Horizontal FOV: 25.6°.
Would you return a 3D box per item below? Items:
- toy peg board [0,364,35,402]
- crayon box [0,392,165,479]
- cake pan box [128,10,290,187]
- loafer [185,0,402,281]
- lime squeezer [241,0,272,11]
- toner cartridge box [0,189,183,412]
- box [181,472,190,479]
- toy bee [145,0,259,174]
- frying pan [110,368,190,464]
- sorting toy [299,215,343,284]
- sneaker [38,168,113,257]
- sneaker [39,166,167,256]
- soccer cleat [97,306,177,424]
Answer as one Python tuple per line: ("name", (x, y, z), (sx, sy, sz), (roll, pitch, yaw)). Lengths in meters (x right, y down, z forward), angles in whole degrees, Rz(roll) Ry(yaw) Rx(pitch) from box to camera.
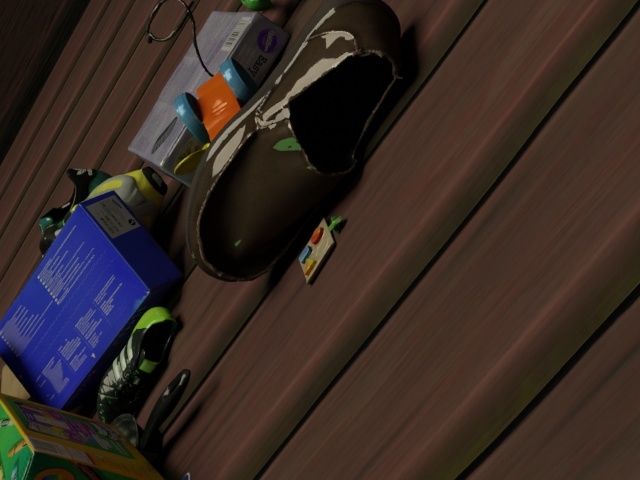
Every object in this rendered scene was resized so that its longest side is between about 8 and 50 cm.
("toy peg board", (-0.441, 0.224, 2.299), (0.160, 0.079, 0.161), (-43, 29, 16))
("crayon box", (-0.291, 0.261, 1.619), (0.278, 0.165, 0.081), (19, 89, 67))
("cake pan box", (-0.164, -0.213, 2.018), (0.267, 0.070, 0.246), (-59, 23, -3))
("loafer", (-0.034, -0.098, 1.528), (0.366, 0.134, 0.130), (-59, 22, 19))
("lime squeezer", (-0.049, -0.367, 1.943), (0.310, 0.110, 0.059), (-35, 77, 55))
("toner cartridge box", (-0.346, 0.100, 2.036), (0.075, 0.165, 0.348), (-25, -18, -49))
("box", (-0.182, 0.373, 1.539), (0.225, 0.036, 0.136), (-55, 24, 31))
("toy bee", (-0.100, -0.170, 1.799), (0.195, 0.162, 0.298), (-17, 59, 24))
("frying pan", (-0.236, 0.262, 1.765), (0.326, 0.053, 0.197), (-60, 23, 13))
("sorting toy", (0.000, 0.000, 1.516), (0.083, 0.012, 0.062), (-58, 22, 22))
("sneaker", (-0.444, 0.013, 2.431), (0.302, 0.121, 0.108), (-64, 21, 8))
("sneaker", (-0.332, -0.003, 2.212), (0.147, 0.145, 0.385), (-42, 7, -26))
("soccer cleat", (-0.245, 0.172, 1.872), (0.179, 0.060, 0.072), (-64, 22, 0))
